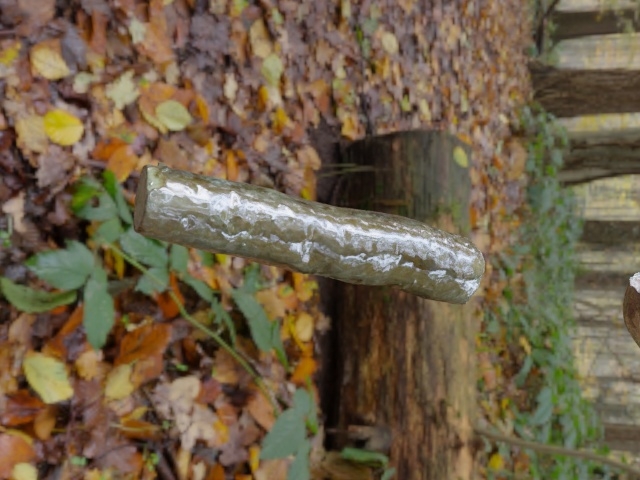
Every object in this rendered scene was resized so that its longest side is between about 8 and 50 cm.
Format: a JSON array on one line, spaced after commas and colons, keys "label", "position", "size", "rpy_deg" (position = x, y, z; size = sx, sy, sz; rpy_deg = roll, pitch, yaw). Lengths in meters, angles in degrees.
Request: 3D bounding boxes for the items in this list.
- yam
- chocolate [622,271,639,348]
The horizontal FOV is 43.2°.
[{"label": "yam", "position": [0.000, 0.000, 0.569], "size": [0.274, 0.061, 0.061], "rpy_deg": [12, 75, -31]}, {"label": "chocolate", "position": [0.369, 0.123, 0.694], "size": [0.254, 0.157, 0.080], "rpy_deg": [-125, -138, -52]}]
